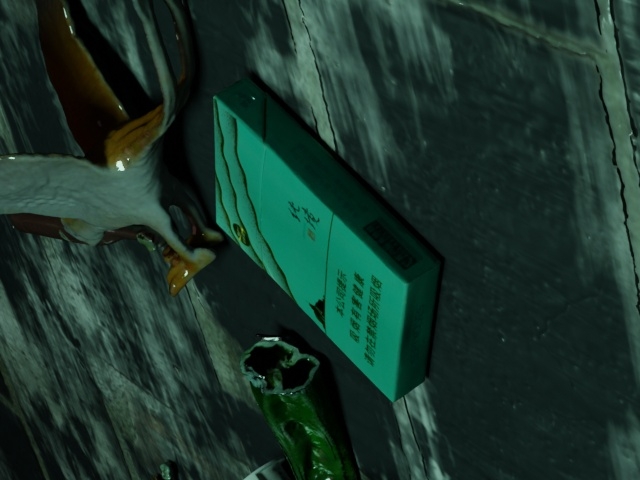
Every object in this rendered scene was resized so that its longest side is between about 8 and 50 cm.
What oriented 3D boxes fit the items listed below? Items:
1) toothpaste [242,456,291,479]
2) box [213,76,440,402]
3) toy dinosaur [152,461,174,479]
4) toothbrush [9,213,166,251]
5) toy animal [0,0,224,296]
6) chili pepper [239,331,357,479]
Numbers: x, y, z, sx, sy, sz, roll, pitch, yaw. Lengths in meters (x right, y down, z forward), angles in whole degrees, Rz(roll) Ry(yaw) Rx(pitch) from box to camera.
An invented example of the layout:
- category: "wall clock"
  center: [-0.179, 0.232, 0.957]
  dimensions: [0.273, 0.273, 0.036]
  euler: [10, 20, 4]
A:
- category: "toothpaste"
  center: [0.032, 0.349, 1.829]
  dimensions: [0.066, 0.100, 0.323]
  euler: [-45, 73, 34]
- category: "box"
  center: [0.000, 0.000, 1.504]
  dimensions: [0.226, 0.042, 0.161]
  euler: [45, 152, 26]
- category: "toy dinosaur"
  center: [-0.169, 0.316, 2.236]
  dimensions: [0.187, 0.044, 0.106]
  euler: [92, 154, -72]
- category: "toothbrush"
  center: [-0.230, -0.014, 1.944]
  dimensions: [0.364, 0.041, 0.041]
  euler: [8, 126, 60]
- category: "toy animal"
  center: [-0.156, -0.094, 1.656]
  dimensions: [0.284, 0.225, 0.302]
  euler: [-7, 127, 42]
- category: "chili pepper"
  center: [-0.008, 0.185, 1.742]
  dimensions: [0.088, 0.059, 0.227]
  euler: [38, 154, 47]
